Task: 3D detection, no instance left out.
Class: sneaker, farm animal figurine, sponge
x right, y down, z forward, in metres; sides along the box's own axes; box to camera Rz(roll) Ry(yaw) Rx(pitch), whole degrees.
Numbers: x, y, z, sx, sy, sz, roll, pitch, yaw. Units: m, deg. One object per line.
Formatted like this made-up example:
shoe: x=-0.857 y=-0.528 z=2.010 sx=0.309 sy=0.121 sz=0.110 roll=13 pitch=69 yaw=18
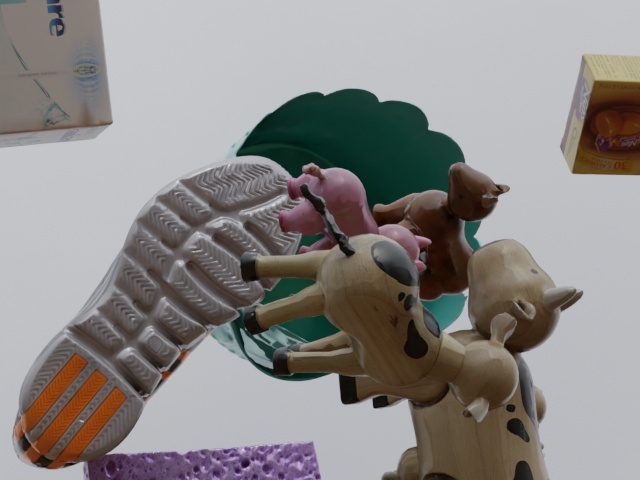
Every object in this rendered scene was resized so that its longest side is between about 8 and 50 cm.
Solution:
sneaker: x=-0.152 y=0.061 z=1.551 sx=0.124 sy=0.321 sz=0.180 roll=46 pitch=-22 yaw=-4
farm animal figurine: x=0.096 y=0.087 z=1.297 sx=0.172 sy=0.330 sz=0.327 roll=-8 pitch=-81 yaw=22
sponge: x=-0.093 y=0.236 z=1.591 sx=0.210 sy=0.117 sz=0.031 roll=-2 pitch=-30 yaw=-19

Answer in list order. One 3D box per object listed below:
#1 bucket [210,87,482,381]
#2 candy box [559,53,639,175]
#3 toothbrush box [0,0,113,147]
bucket: x=0.000 y=0.000 z=1.803 sx=0.281 sy=0.281 sz=0.183 roll=13 pitch=-16 yaw=-22
candy box: x=0.333 y=-0.118 z=1.770 sx=0.186 sy=0.053 sz=0.109 roll=2 pitch=-54 yaw=-10
toothbrush box: x=-0.348 y=-0.188 z=1.665 sx=0.295 sy=0.216 sz=0.126 roll=-5 pitch=-2 yaw=-15
